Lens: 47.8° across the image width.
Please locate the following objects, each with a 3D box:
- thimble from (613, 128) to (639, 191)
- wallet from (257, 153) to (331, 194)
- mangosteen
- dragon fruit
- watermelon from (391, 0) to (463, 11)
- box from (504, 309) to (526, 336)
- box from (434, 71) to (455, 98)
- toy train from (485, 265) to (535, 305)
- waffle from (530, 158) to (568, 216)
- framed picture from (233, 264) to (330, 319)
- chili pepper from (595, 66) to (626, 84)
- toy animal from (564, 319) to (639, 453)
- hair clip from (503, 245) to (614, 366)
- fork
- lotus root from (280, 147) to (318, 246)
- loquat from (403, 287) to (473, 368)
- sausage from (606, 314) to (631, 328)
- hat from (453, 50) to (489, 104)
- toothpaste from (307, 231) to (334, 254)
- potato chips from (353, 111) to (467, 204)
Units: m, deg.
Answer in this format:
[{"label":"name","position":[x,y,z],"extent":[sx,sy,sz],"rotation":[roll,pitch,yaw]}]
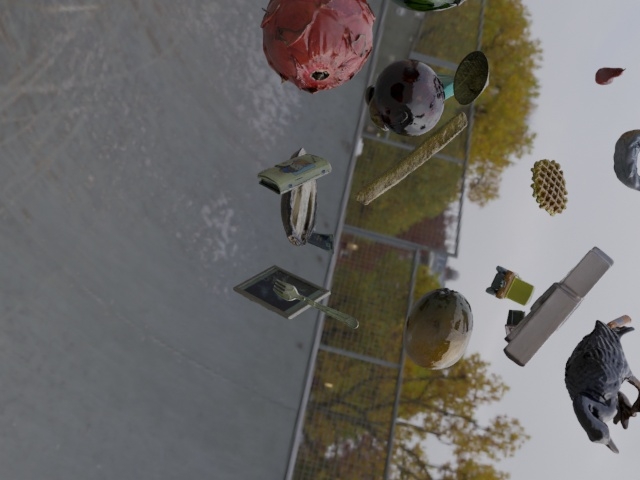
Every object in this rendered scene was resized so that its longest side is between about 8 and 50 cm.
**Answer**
[{"label":"thimble","position":[0.784,-0.194,1.742],"extent":[0.118,0.127,0.152],"rotation":[-79,156,-78]},{"label":"wallet","position":[-0.066,-0.166,1.753],"extent":[0.110,0.155,0.039],"rotation":[28,-46,45]},{"label":"mangosteen","position":[0.213,-0.356,1.824],"extent":[0.210,0.209,0.210],"rotation":[-165,-90,-87]},{"label":"dragon fruit","position":[-0.005,-0.427,1.466],"extent":[0.252,0.240,0.241],"rotation":[64,-16,15]},{"label":"watermelon","position":[0.288,-0.617,1.598],"extent":[0.190,0.330,0.331],"rotation":[61,3,-8]},{"label":"box","position":[0.571,0.246,2.097],"extent":[0.085,0.060,0.063],"rotation":[63,38,-47]},{"label":"box","position":[0.275,-0.415,2.037],"extent":[0.226,0.160,0.042],"rotation":[-35,129,-31]},{"label":"toy train","position":[0.552,0.136,2.079],"extent":[0.089,0.127,0.219],"rotation":[-65,161,4]},{"label":"waffle","position":[0.719,-0.169,2.263],"extent":[0.038,0.191,0.191],"rotation":[-13,-124,48]},{"label":"framed picture","position":[-0.134,0.174,2.465],"extent":[0.208,0.281,0.019],"rotation":[-30,128,-40]},{"label":"chili pepper","position":[0.733,-0.420,1.835],"extent":[0.178,0.027,0.045],"rotation":[-96,179,-82]},{"label":"toy animal","position":[0.573,0.281,1.449],"extent":[0.122,0.185,0.298],"rotation":[-42,-155,51]},{"label":"hair clip","position":[0.559,0.155,1.719],"extent":[0.331,0.085,0.101],"rotation":[-57,161,24]},{"label":"fork","position":[-0.015,0.134,1.502],"extent":[0.034,0.219,0.028],"rotation":[-64,153,-3]},{"label":"lotus root","position":[-0.072,-0.109,2.012],"extent":[0.330,0.078,0.167],"rotation":[-81,149,-45]},{"label":"loquat","position":[0.303,0.228,1.850],"extent":[0.179,0.179,0.228],"rotation":[-79,-174,-52]},{"label":"sausage","position":[0.912,0.256,2.224],"extent":[0.031,0.107,0.031],"rotation":[32,-51,50]},{"label":"hat","position":[0.427,-0.428,1.938],"extent":[0.146,0.067,0.146],"rotation":[-30,-124,57]},{"label":"toothpaste","position":[0.000,0.000,2.001],"extent":[0.197,0.034,0.057],"rotation":[-162,-110,-67]},{"label":"potato chips","position":[0.275,-0.241,2.175],"extent":[0.407,0.057,0.080],"rotation":[-38,-179,8]}]
